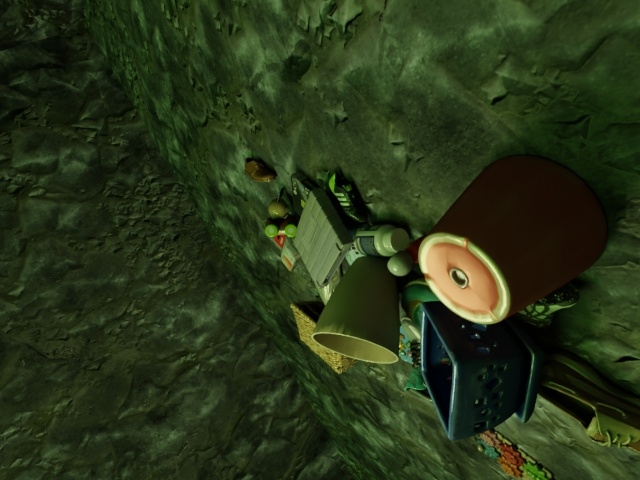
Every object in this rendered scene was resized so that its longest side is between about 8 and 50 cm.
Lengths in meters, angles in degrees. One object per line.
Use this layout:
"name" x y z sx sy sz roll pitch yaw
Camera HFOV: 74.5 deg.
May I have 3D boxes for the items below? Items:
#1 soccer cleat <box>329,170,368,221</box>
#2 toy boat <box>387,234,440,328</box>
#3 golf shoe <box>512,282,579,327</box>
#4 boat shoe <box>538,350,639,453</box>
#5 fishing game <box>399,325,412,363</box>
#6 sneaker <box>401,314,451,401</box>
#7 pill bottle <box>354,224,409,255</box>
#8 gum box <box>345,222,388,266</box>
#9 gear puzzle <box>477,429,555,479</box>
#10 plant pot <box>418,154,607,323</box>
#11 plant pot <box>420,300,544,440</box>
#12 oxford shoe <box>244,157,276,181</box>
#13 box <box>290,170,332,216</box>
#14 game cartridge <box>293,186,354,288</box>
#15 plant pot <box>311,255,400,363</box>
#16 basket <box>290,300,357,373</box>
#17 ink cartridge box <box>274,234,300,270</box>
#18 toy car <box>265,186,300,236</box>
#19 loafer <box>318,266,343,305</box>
"soccer cleat" 0.087 -0.135 1.302 0.179 0.060 0.072 53 154 15
"toy boat" 0.290 0.148 1.159 0.267 0.148 0.318 6 125 59
"golf shoe" 0.484 0.139 0.903 0.094 0.077 0.198 46 162 -2
"boat shoe" 0.607 0.379 0.891 0.324 0.120 0.122 35 147 40
"fishing game" 0.301 0.389 1.556 0.264 0.041 0.189 8 126 55
"sneaker" 0.322 0.398 1.350 0.295 0.178 0.124 52 150 8
"pill bottle" 0.181 0.000 1.247 0.169 0.094 0.094 -1 119 62
"gum box" 0.134 0.028 1.429 0.156 0.041 0.184 60 154 -8
"gear puzzle" 0.646 0.740 1.337 0.339 0.044 0.175 31 145 43
"plant pot" 0.338 0.011 0.799 0.275 0.243 0.274 43 152 29
"plant pot" 0.366 0.284 0.977 0.236 0.212 0.235 -101 6 -65
"oxford shoe" -0.256 -0.291 1.729 0.212 0.076 0.076 30 134 43
"box" -0.032 -0.132 1.538 0.191 0.045 0.184 42 149 30
"game cartridge" 0.000 0.000 1.461 0.230 0.068 0.355 66 157 22
"plant pot" 0.131 0.195 1.268 0.257 0.273 0.256 13 154 7
"basket" 0.053 0.357 1.764 0.299 0.214 0.223 30 141 45
"ink cartridge box" -0.173 0.045 2.007 0.179 0.045 0.145 48 154 12
"toy car" -0.148 -0.117 1.673 0.155 0.149 0.188 -71 -20 -81
"loafer" 0.033 0.160 1.701 0.111 0.112 0.319 32 138 51
